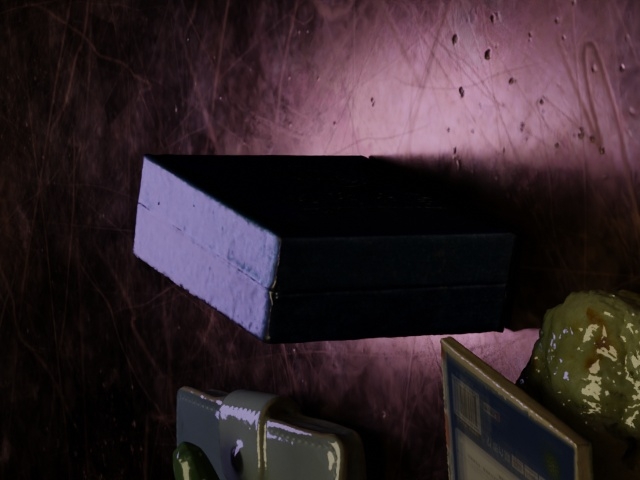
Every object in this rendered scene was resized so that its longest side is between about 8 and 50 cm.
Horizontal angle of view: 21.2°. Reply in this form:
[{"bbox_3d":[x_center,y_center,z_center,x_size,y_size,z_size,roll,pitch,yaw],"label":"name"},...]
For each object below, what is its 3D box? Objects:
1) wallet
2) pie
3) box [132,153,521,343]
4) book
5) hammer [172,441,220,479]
[{"bbox_3d":[-0.059,0.292,1.916,0.360,0.083,0.252,7,104,56],"label":"wallet"},{"bbox_3d":[0.223,0.155,1.442,0.201,0.090,0.248,40,124,51],"label":"pie"},{"bbox_3d":[0.000,0.000,1.623,0.279,0.261,0.116,31,116,53],"label":"box"},{"bbox_3d":[0.170,0.265,1.468,0.228,0.018,0.322,-141,41,-58],"label":"book"},{"bbox_3d":[-0.094,0.375,1.841,0.206,0.119,0.335,-42,68,58],"label":"hammer"}]
